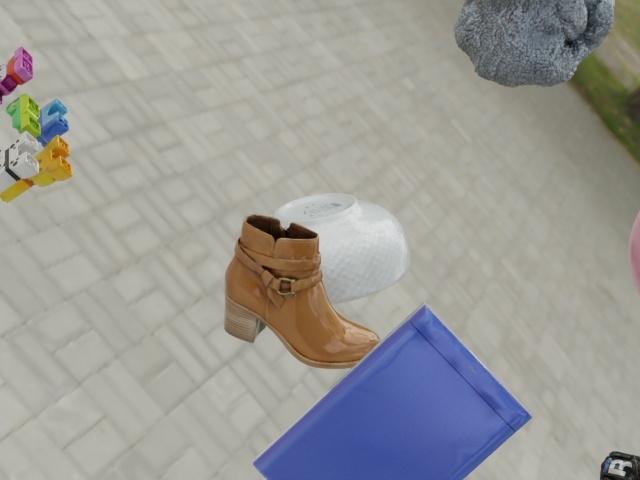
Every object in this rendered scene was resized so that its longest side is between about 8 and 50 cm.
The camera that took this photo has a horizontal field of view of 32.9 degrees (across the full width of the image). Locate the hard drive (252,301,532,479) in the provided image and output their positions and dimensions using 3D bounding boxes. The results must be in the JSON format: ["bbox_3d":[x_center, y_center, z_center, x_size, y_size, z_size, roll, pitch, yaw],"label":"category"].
[{"bbox_3d":[0.095,0.267,1.465,0.210,0.319,0.040,46,6,-4],"label":"hard drive"}]

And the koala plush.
[{"bbox_3d":[0.260,-0.314,1.283,0.196,0.221,0.203,24,47,12],"label":"koala plush"}]

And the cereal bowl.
[{"bbox_3d":[0.000,0.000,2.073,0.339,0.339,0.141,-58,140,-66],"label":"cereal bowl"}]

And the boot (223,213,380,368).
[{"bbox_3d":[-0.018,0.080,1.776,0.284,0.220,0.109,18,29,10],"label":"boot"}]

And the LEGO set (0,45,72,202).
[{"bbox_3d":[-0.335,-0.103,1.198,0.087,0.093,0.227,48,15,-39],"label":"LEGO set"}]

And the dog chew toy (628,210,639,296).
[{"bbox_3d":[0.483,0.008,1.148,0.206,0.206,0.332,44,-19,-13],"label":"dog chew toy"}]

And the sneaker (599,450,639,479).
[{"bbox_3d":[0.405,0.289,1.320,0.121,0.217,0.079,19,61,12],"label":"sneaker"}]
